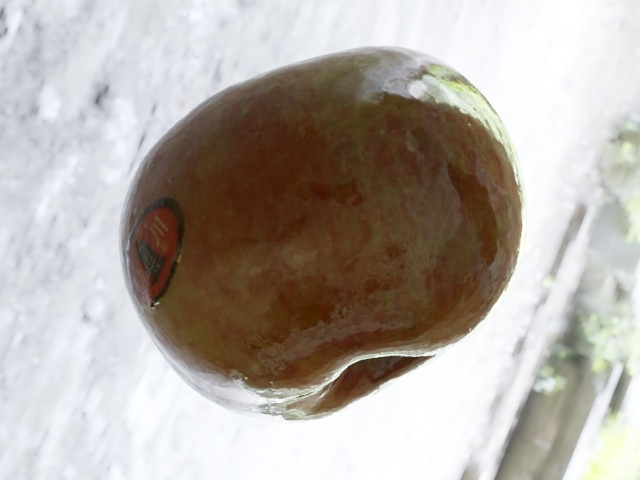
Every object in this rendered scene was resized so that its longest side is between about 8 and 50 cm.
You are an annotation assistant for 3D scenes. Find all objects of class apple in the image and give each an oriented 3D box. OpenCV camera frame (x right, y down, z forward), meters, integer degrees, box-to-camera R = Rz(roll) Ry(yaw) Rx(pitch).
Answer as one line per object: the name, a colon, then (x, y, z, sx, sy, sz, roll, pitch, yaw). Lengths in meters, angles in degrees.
apple: (0.000, 0.000, 0.822, 0.164, 0.209, 0.209, 69, 15, 10)
